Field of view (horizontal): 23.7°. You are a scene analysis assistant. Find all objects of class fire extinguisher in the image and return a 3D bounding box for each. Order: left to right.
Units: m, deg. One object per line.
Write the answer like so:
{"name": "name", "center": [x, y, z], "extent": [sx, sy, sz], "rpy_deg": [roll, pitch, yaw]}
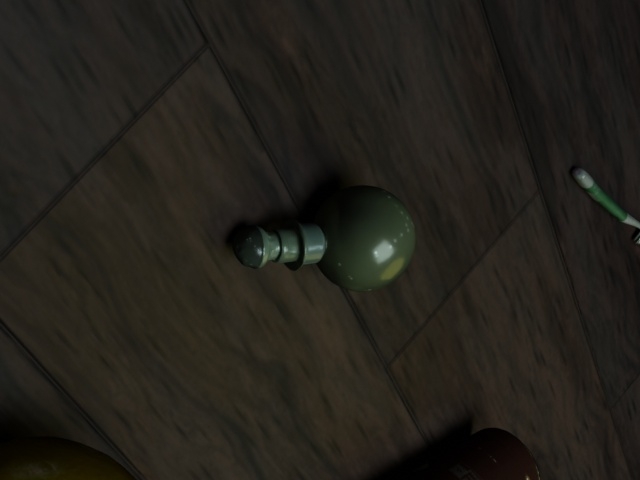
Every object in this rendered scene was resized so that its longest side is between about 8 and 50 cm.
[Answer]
{"name": "fire extinguisher", "center": [0.079, 0.287, 1.581], "extent": [0.344, 0.102, 0.138], "rpy_deg": [-22, 99, -40]}

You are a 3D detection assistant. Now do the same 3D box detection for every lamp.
{"name": "lamp", "center": [0.000, 0.000, 1.275], "extent": [0.163, 0.091, 0.091], "rpy_deg": [-2, 119, -32]}

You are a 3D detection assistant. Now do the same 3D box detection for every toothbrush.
{"name": "toothbrush", "center": [0.330, -0.034, 1.706], "extent": [0.024, 0.018, 0.257], "rpy_deg": [-53, 147, 3]}

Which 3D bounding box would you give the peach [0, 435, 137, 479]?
{"name": "peach", "center": [-0.230, 0.263, 1.131], "extent": [0.251, 0.153, 0.251], "rpy_deg": [-15, 121, -26]}
